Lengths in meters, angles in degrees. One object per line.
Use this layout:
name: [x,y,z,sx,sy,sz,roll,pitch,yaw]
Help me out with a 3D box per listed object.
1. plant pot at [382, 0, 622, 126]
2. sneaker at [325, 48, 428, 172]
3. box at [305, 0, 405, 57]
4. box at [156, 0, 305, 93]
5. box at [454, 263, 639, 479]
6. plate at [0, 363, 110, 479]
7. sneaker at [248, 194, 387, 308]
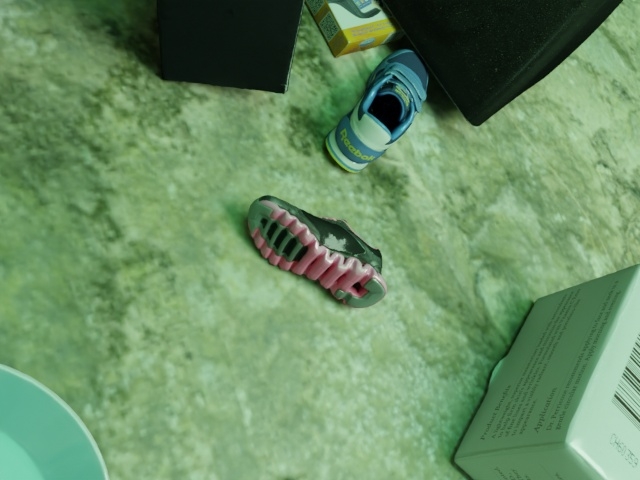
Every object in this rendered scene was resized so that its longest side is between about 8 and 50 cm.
plant pot: [0.179,-0.245,0.627,0.188,0.167,0.187,54,45,0]
sneaker: [0.061,-0.116,0.592,0.053,0.059,0.144,38,55,-10]
box: [0.017,-0.234,0.633,0.081,0.028,0.136,-25,86,-34]
box: [-0.054,-0.267,0.500,0.103,0.184,0.261,4,67,-6]
box: [0.232,0.151,0.548,0.182,0.119,0.181,45,56,-8]
plate: [-0.201,0.152,0.359,0.188,0.024,0.188,12,65,-26]
sneaker: [0.000,0.000,0.527,0.119,0.047,0.057,35,41,-17]
